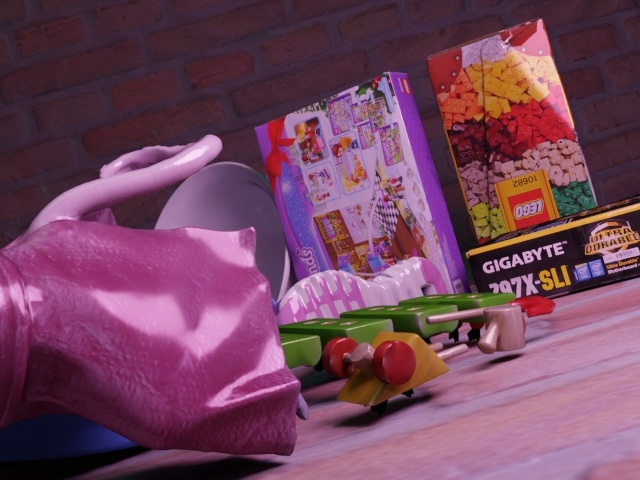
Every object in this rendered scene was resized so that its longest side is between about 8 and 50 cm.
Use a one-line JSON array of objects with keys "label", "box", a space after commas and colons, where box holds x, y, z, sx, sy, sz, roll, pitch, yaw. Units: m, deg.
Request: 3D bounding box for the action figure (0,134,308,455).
[{"label": "action figure", "box": [-0.176, 0.045, 0.420, 0.370, 0.276, 0.248, 5, -10, -44]}]

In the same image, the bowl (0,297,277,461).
[{"label": "bowl", "box": [-0.233, 0.108, 0.782, 0.391, 0.077, 0.391, -2, 8, 0]}]

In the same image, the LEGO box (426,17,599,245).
[{"label": "LEGO box", "box": [0.369, -0.150, 1.464, 0.193, 0.372, 0.500, -17, -1, 18]}]

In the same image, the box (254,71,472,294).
[{"label": "box", "box": [0.050, -0.031, 0.981, 0.201, 0.293, 0.057, -17, -2, 31]}]

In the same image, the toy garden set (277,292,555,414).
[{"label": "toy garden set", "box": [0.065, 0.082, 0.621, 0.244, 0.049, 0.204, -8, 0, -34]}]

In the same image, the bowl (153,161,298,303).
[{"label": "bowl", "box": [-0.111, 0.045, 1.156, 0.298, 0.298, 0.134, -18, -19, 38]}]

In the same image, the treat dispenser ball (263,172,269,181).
[{"label": "treat dispenser ball", "box": [0.000, 0.000, 1.351, 0.288, 0.288, 0.288, -16, -2, 0]}]

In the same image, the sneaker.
[{"label": "sneaker", "box": [0.030, 0.081, 0.802, 0.104, 0.095, 0.236, -26, -13, 40]}]

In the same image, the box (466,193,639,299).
[{"label": "box", "box": [0.330, 0.001, 0.975, 0.257, 0.079, 0.322, -19, -2, 20]}]
